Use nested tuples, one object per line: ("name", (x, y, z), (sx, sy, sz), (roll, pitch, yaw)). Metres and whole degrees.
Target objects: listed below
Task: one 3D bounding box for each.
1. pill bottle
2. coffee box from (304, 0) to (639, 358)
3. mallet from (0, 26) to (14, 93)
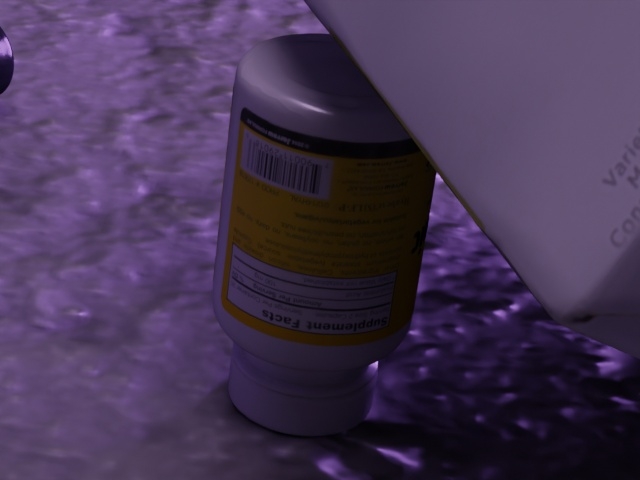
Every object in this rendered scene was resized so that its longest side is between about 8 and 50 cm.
("pill bottle", (0.000, 0.000, 0.574), (0.065, 0.116, 0.065), (7, 28, -4))
("coffee box", (0.216, -0.133, 0.532), (0.338, 0.337, 0.334), (24, 19, -29))
("mallet", (-0.219, -0.093, 0.771), (0.190, 0.039, 0.062), (21, 29, 22))
